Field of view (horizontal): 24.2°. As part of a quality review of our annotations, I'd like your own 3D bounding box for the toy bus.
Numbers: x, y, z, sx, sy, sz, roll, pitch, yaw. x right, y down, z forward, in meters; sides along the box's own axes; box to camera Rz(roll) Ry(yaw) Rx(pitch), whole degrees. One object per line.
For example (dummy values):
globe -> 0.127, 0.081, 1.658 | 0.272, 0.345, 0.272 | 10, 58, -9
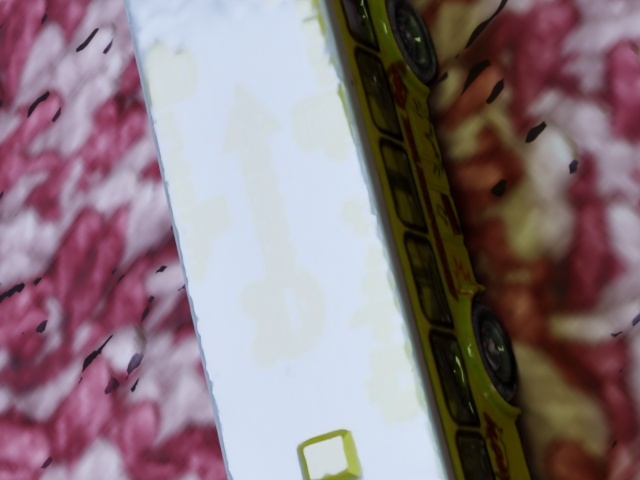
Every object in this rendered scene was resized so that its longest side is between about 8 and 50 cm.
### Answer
toy bus -> 0.000, 0.000, 0.445 | 0.081, 0.074, 0.226 | -20, 73, 27
